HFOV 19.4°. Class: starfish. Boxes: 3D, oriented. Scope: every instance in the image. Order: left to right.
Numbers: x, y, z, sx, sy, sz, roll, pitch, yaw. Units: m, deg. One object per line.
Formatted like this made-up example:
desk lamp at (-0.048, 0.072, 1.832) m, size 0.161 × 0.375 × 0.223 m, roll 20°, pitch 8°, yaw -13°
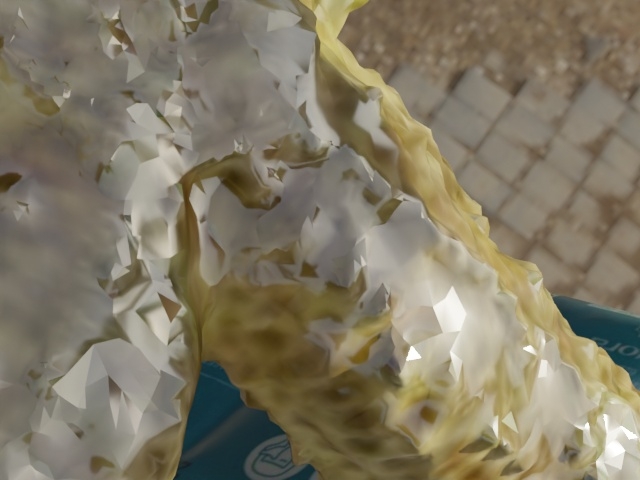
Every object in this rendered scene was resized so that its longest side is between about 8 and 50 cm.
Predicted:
starfish at (0.000, 0.000, 0.423) m, size 0.432 × 0.082 × 0.324 m, roll -31°, pitch 100°, yaw -45°

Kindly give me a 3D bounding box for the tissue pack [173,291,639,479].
tissue pack at (0.036, 0.111, 0.777) m, size 0.271 × 0.134 × 0.192 m, roll 14°, pitch 42°, yaw 46°
